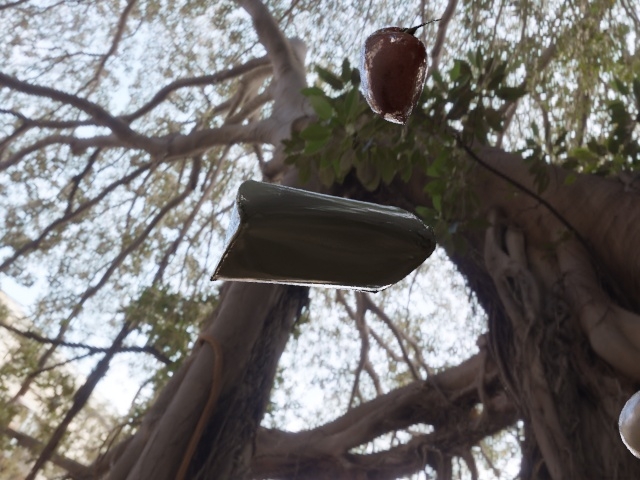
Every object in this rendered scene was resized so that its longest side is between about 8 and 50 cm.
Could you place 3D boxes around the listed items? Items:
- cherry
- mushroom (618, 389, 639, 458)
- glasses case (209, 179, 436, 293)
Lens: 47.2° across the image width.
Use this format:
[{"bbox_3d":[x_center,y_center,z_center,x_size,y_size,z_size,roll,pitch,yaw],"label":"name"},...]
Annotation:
[{"bbox_3d":[0.094,-0.222,0.944,0.087,0.106,0.126,10,-93,-9],"label":"cherry"},{"bbox_3d":[0.690,0.342,1.431,0.204,0.204,0.204,8,-53,10],"label":"mushroom"},{"bbox_3d":[-0.001,0.002,0.919,0.308,0.083,0.128,8,-50,-38],"label":"glasses case"}]
